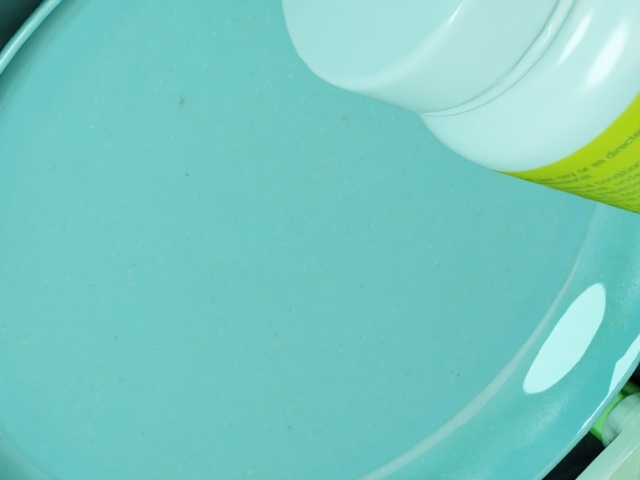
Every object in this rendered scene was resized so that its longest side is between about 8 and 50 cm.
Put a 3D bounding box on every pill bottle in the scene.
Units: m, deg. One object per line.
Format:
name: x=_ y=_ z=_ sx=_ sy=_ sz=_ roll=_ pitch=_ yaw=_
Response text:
pill bottle: x=0.098 y=-0.069 z=0.588 sx=0.208 sy=0.119 sz=0.119 roll=13 pitch=111 yaw=-37

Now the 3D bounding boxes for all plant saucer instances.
plant saucer: x=0.000 y=0.000 z=0.681 sx=0.317 sy=0.044 sz=0.318 roll=-15 pitch=125 yaw=-23

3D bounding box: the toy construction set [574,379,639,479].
toy construction set: x=0.230 y=0.042 z=0.789 sx=0.215 sy=0.151 sz=0.328 roll=13 pitch=122 yaw=-36
